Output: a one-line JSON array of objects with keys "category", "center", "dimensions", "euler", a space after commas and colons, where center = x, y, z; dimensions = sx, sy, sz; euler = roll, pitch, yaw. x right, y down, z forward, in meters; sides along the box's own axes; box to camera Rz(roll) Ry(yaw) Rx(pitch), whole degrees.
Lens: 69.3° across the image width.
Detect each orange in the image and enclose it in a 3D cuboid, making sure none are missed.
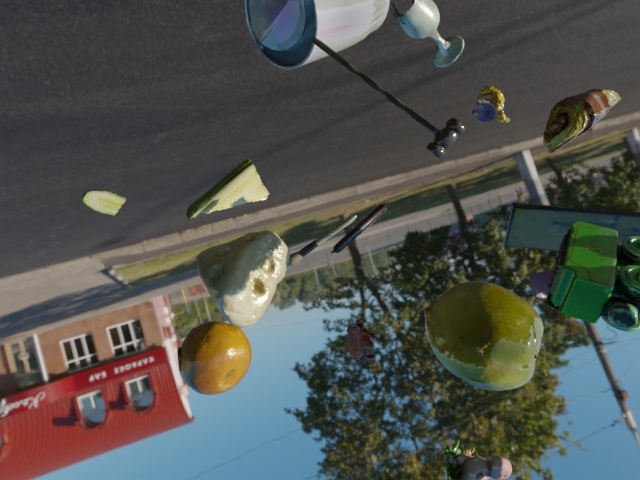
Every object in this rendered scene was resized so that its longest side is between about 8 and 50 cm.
[{"category": "orange", "center": [-0.219, 0.239, 0.958], "dimensions": [0.155, 0.154, 0.134], "euler": [-14, -144, -34]}]

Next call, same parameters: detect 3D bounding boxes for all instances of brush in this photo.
[{"category": "brush", "center": [0.000, 0.000, 1.574], "dimensions": [0.299, 0.039, 0.042], "euler": [-35, 138, 12]}]

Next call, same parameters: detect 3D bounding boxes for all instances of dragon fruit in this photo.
[{"category": "dragon fruit", "center": [0.129, 0.308, 1.405], "dimensions": [0.068, 0.126, 0.112], "euler": [0, 156, -28]}]

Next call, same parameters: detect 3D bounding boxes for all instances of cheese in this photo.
[{"category": "cheese", "center": [-0.201, 0.100, 1.243], "dimensions": [0.251, 0.248, 0.173], "euler": [-24, 132, 8]}]

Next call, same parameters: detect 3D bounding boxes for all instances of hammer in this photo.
[{"category": "hammer", "center": [0.093, -0.237, 0.722], "dimensions": [0.058, 0.292, 0.029], "euler": [-51, 163, 15]}]

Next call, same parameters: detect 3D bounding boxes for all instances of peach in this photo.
[{"category": "peach", "center": [0.472, 0.266, 1.335], "dimensions": [0.315, 0.281, 0.314], "euler": [33, -163, 36]}]

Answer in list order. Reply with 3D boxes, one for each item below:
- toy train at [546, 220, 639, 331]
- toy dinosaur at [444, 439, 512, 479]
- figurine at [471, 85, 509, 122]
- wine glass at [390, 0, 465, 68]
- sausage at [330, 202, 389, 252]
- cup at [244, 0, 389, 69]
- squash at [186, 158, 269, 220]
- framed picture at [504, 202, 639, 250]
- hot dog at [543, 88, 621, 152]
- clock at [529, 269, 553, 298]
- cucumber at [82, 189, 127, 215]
[{"category": "toy train", "center": [0.580, 0.070, 0.947], "dimensions": [0.188, 0.132, 0.243], "euler": [17, -139, 23]}, {"category": "toy dinosaur", "center": [0.450, 0.641, 1.325], "dimensions": [0.177, 0.152, 0.194], "euler": [-8, 134, 17]}, {"category": "figurine", "center": [0.531, -0.414, 1.423], "dimensions": [0.095, 0.115, 0.156], "euler": [-59, -179, 40]}, {"category": "wine glass", "center": [0.388, -0.762, 1.662], "dimensions": [0.143, 0.143, 0.321], "euler": [-20, 147, 37]}, {"category": "sausage", "center": [0.102, -0.032, 1.191], "dimensions": [0.198, 0.025, 0.028], "euler": [-41, 167, -7]}, {"category": "cup", "center": [0.002, -0.622, 1.240], "dimensions": [0.371, 0.253, 0.253], "euler": [-34, -173, -37]}, {"category": "squash", "center": [-0.291, -0.125, 1.411], "dimensions": [0.252, 0.093, 0.169], "euler": [-44, 148, -12]}, {"category": "framed picture", "center": [0.681, -0.022, 1.240], "dimensions": [0.339, 0.014, 0.255], "euler": [7, 157, 19]}, {"category": "hot dog", "center": [0.614, -0.305, 1.114], "dimensions": [0.261, 0.093, 0.123], "euler": [-36, -178, -27]}, {"category": "clock", "center": [0.604, 0.105, 1.140], "dimensions": [0.153, 0.050, 0.110], "euler": [-18, 152, 33]}, {"category": "cucumber", "center": [-0.590, -0.112, 1.252], "dimensions": [0.067, 0.035, 0.107], "euler": [-50, 144, 10]}]
